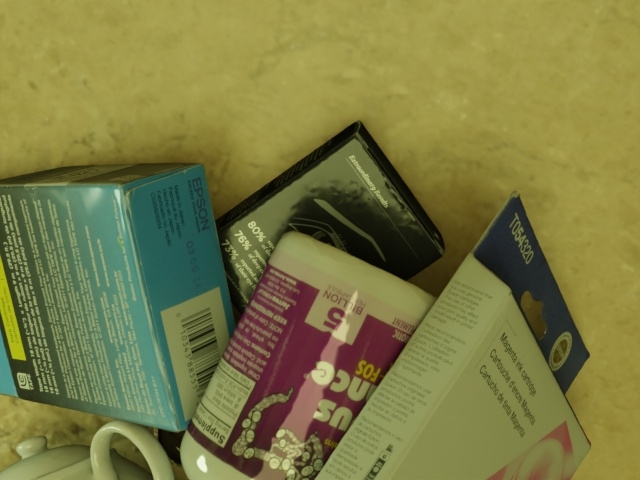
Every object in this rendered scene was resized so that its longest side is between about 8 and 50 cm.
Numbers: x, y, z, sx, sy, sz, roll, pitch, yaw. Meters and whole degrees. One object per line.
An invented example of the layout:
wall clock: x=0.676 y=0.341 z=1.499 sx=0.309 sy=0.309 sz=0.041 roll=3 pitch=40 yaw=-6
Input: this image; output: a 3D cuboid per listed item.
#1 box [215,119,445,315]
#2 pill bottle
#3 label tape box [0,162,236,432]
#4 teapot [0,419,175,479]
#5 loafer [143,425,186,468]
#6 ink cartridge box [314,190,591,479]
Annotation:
box: x=0.000 y=0.000 z=1.123 sx=0.207 sy=0.108 sz=0.153 roll=-34 pitch=100 yaw=9
pill bottle: x=-0.022 y=0.157 z=0.986 sx=0.169 sy=0.169 sz=0.301 roll=25 pitch=89 yaw=-4
label tape box: x=-0.241 y=0.047 z=1.125 sx=0.334 sy=0.106 sz=0.240 roll=2 pitch=108 yaw=42
teapot: x=-0.266 y=0.292 z=1.150 sx=0.256 sy=0.252 sz=0.187 roll=-20 pitch=85 yaw=-8
loafer: x=-0.010 y=0.211 z=1.163 sx=0.366 sy=0.130 sz=0.133 roll=8 pitch=104 yaw=1
ink cartridge box: x=0.157 y=0.175 z=1.018 sx=0.330 sy=0.071 sz=0.324 roll=-53 pitch=141 yaw=-14
